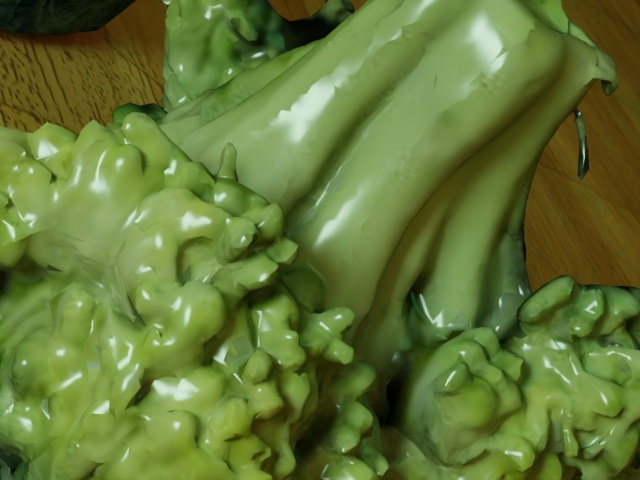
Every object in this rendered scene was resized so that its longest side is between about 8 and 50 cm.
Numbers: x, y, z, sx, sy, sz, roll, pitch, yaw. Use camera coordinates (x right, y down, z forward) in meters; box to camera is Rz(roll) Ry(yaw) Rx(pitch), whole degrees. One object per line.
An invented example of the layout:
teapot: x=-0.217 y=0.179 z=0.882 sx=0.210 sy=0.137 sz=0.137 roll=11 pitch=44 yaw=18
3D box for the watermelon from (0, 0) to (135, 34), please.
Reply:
watermelon: x=-0.201 y=-0.270 z=0.902 sx=0.387 sy=0.228 sz=0.258 roll=4 pitch=36 yaw=-42

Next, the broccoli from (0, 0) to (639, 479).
broccoli: x=-0.009 y=-0.006 z=0.663 sx=0.347 sy=0.281 sz=0.293 roll=18 pitch=35 yaw=-45
